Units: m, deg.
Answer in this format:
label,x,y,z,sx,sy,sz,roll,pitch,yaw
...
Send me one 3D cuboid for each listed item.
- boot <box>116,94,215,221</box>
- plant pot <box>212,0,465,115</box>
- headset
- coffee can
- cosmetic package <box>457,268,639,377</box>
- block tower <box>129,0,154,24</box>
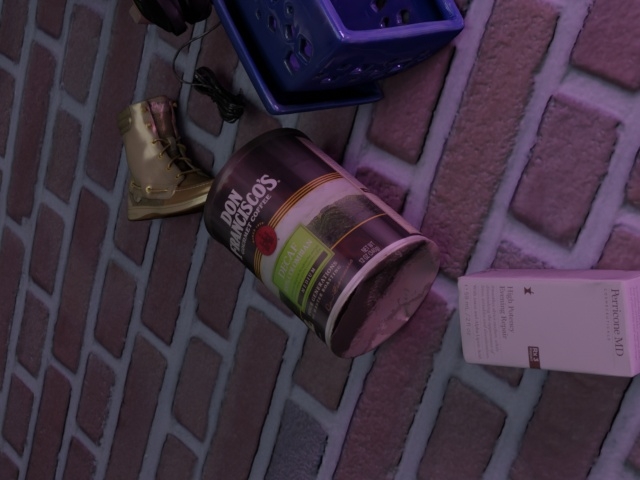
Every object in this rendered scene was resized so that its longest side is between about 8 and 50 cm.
label,x,y,z,sx,sy,sz,roll,pitch,yaw
boot,-0.243,-0.142,1.675,0.262,0.095,0.203,-7,91,47
plant pot,0.008,-0.301,1.331,0.212,0.236,0.236,-44,68,45
headset,-0.152,-0.363,1.468,0.185,0.243,0.394,51,148,29
coffee can,0.000,0.000,1.402,0.275,0.201,0.201,41,122,29
cosmetic package,0.288,0.096,1.236,0.231,0.085,0.117,-2,96,44
block tower,-0.199,-0.485,1.575,0.335,0.091,0.097,-47,66,36
